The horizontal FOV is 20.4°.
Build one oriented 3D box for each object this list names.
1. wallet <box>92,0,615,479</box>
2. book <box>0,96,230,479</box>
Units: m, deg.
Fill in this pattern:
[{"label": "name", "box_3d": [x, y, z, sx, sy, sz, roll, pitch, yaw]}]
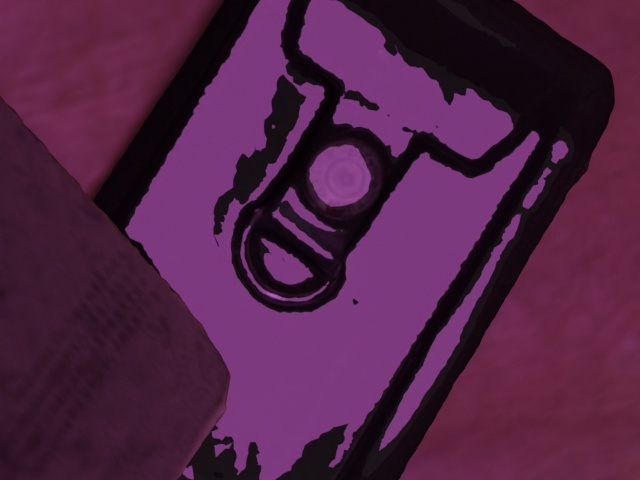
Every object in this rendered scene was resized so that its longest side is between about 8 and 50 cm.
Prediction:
[{"label": "wallet", "box_3d": [0.000, 0.000, 0.703, 0.168, 0.052, 0.245, 34, 84, -16]}, {"label": "book", "box_3d": [-0.181, -0.014, 0.543, 0.352, 0.035, 0.239, 49, 33, -11]}]
